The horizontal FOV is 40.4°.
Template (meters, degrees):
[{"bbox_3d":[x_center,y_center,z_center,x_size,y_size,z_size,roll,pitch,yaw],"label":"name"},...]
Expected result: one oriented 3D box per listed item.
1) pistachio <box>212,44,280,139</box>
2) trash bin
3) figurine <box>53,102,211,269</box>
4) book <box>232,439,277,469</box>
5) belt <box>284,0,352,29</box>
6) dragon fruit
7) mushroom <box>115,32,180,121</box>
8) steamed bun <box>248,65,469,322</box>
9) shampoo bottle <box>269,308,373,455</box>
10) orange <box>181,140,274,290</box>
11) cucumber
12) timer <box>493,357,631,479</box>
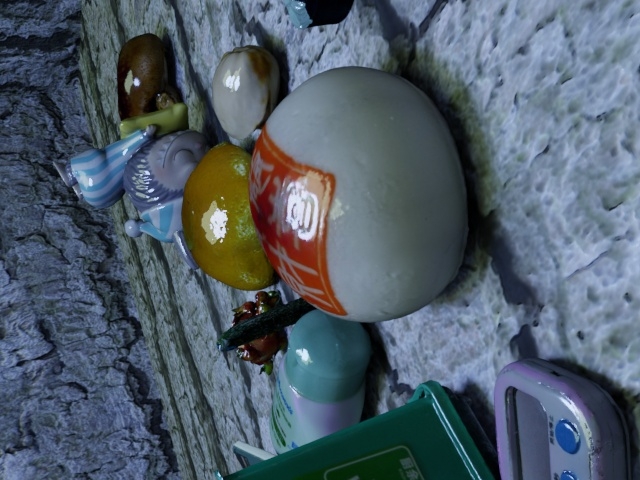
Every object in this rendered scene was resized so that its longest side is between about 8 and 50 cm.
[{"bbox_3d":[-0.143,-0.287,1.683,0.215,0.144,0.144,100,150,-53],"label":"pistachio"},{"bbox_3d":[0.053,0.390,1.191,0.295,0.381,0.259,103,149,-46],"label":"trash bin"},{"bbox_3d":[-0.404,-0.093,2.120,0.266,0.361,0.378,75,169,-71],"label":"figurine"},{"bbox_3d":[0.001,0.515,1.606,0.379,0.031,0.264,5,124,49],"label":"book"},{"bbox_3d":[-0.008,-0.424,1.356,0.198,0.078,0.151,99,149,-43],"label":"belt"},{"bbox_3d":[-0.138,0.193,1.915,0.138,0.142,0.175,-68,2,-66],"label":"dragon fruit"},{"bbox_3d":[-0.490,-0.427,2.416,0.278,0.163,0.297,-124,32,-44],"label":"mushroom"},{"bbox_3d":[0.029,-0.058,1.229,0.374,0.241,0.374,37,134,52],"label":"steamed bun"},{"bbox_3d":[0.000,0.265,1.570,0.349,0.151,0.222,103,155,-44],"label":"shampoo bottle"},{"bbox_3d":[-0.195,-0.045,1.899,0.262,0.196,0.334,30,121,45],"label":"orange"},{"bbox_3d":[-0.069,0.136,1.534,0.044,0.256,0.043,54,151,30],"label":"cucumber"},{"bbox_3d":[0.275,0.244,0.998,0.191,0.069,0.208,-160,60,-65],"label":"timer"}]
